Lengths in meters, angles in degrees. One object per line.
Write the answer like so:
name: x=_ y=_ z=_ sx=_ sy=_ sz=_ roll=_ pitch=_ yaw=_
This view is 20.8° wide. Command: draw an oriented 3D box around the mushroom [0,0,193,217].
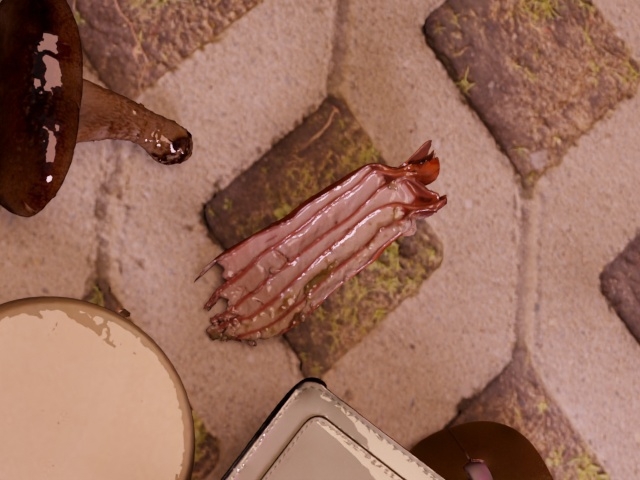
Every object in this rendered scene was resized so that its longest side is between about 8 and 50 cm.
mushroom: x=-0.219 y=-0.128 z=1.676 sx=0.217 sy=0.148 sz=0.227 roll=5 pitch=84 yaw=-37

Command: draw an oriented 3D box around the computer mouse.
computer mouse: x=0.180 y=0.329 z=1.710 sx=0.158 sy=0.072 sz=0.310 roll=-14 pitch=81 yaw=-24

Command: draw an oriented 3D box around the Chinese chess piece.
Chinese chess piece: x=-0.245 y=0.184 z=1.582 sx=0.273 sy=0.102 sz=0.273 roll=4 pitch=76 yaw=-17

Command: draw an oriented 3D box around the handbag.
handbag: x=0.060 y=0.323 z=1.581 sx=0.358 sy=0.160 sz=0.237 roll=37 pitch=82 yaw=8

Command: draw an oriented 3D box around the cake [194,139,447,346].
cake: x=0.003 y=0.006 z=1.731 sx=0.287 sy=0.135 sz=0.098 roll=-33 pitch=93 yaw=-4
